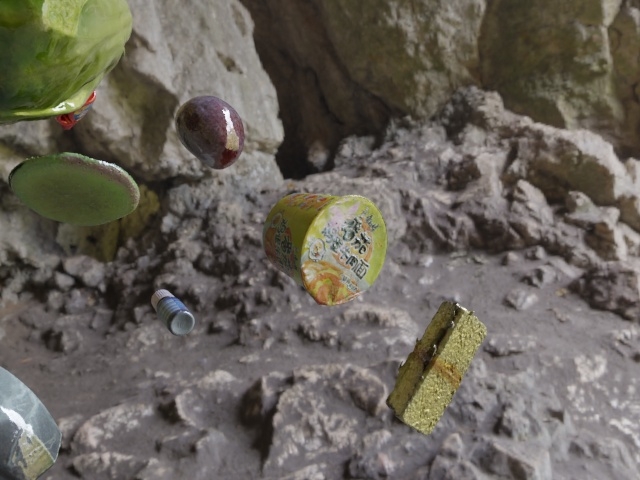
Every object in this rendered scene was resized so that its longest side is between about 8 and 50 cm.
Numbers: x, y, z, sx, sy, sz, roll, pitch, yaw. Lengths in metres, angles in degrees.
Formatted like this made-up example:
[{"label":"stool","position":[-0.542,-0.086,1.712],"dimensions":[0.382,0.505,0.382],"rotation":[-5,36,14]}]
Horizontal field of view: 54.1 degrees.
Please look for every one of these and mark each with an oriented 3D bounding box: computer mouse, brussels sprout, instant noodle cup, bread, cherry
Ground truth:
[{"label":"computer mouse","position":[-0.347,0.149,0.576],"dimensions":[0.231,0.071,0.126],"rotation":[30,33,-4]},{"label":"brussels sprout","position":[-0.570,-0.361,1.100],"dimensions":[0.424,0.343,0.361],"rotation":[-11,39,5]},{"label":"instant noodle cup","position":[0.000,0.000,1.484],"dimensions":[0.264,0.265,0.200],"rotation":[-18,25,-33]},{"label":"bread","position":[-0.593,-0.116,1.516],"dimensions":[0.301,0.045,0.301],"rotation":[-4,-29,-2]},{"label":"bread","position":[0.238,0.260,1.306],"dimensions":[0.266,0.141,0.178],"rotation":[-57,14,-4]},{"label":"cherry","position":[-0.247,-0.248,1.427],"dimensions":[0.140,0.176,0.176],"rotation":[-43,5,10]}]

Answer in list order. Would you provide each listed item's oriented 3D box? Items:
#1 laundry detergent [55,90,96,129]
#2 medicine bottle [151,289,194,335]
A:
[{"label":"laundry detergent","position":[-0.605,-0.313,1.525],"dimensions":[0.097,0.049,0.165],"rotation":[-39,6,-40]},{"label":"medicine bottle","position":[-0.454,0.214,1.902],"dimensions":[0.083,0.084,0.203],"rotation":[-16,25,-29]}]
